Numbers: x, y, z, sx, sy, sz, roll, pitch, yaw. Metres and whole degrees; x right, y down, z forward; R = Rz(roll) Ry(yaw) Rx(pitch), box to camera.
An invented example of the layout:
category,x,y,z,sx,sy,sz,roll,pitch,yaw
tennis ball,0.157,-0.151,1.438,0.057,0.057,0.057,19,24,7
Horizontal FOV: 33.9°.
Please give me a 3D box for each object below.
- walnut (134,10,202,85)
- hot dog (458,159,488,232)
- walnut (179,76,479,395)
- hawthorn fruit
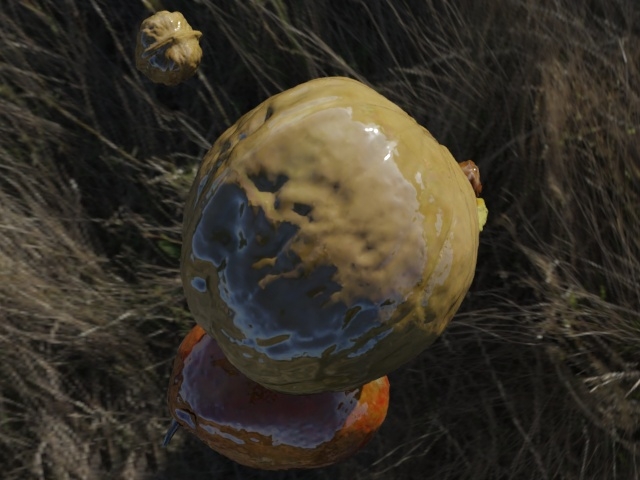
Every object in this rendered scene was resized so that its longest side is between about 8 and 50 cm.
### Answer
category,x,y,z,sx,sy,sz,roll,pitch,yaw
walnut,-0.169,-0.214,1.172,0.082,0.096,0.079,-28,92,-16
hot dog,0.054,-0.030,1.004,0.213,0.146,0.103,-20,109,-12
walnut,0.000,0.000,0.756,0.228,0.228,0.228,-2,84,18
hawthorn fruit,-0.061,0.156,1.126,0.262,0.210,0.210,-20,79,3
